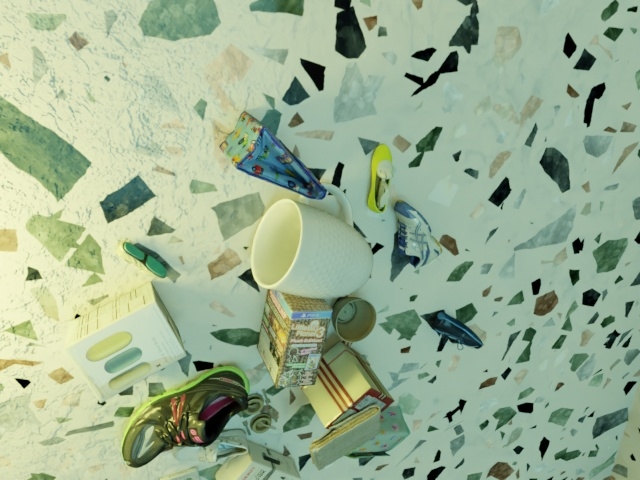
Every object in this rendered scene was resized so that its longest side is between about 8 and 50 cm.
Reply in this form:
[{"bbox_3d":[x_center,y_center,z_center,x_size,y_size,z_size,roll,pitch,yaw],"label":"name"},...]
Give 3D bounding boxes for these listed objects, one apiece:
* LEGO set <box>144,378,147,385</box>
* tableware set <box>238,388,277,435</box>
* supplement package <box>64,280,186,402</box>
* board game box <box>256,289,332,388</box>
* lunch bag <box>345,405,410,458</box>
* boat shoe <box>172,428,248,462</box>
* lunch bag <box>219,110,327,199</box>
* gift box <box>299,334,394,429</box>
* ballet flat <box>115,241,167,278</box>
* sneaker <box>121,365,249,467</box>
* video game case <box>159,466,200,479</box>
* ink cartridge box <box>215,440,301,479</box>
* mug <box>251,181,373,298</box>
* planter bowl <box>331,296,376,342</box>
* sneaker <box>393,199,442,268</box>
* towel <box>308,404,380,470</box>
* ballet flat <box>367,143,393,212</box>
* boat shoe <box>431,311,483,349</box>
[{"bbox_3d":[-0.584,0.349,1.646,0.244,0.060,0.183,30,100,-28],"label":"LEGO set"},{"bbox_3d":[-0.236,0.662,1.958,0.128,0.039,0.194,-23,121,-12],"label":"tableware set"},{"bbox_3d":[-0.565,0.288,1.517,0.262,0.198,0.199,-28,111,-14],"label":"supplement package"},{"bbox_3d":[-0.095,0.301,1.734,0.141,0.232,0.291,2,113,-25],"label":"board game box"},{"bbox_3d":[0.205,0.814,2.156,0.223,0.160,0.262,9,130,-31],"label":"lunch bag"},{"bbox_3d":[-0.399,0.766,1.903,0.276,0.096,0.098,-4,116,-22],"label":"boat shoe"},{"bbox_3d":[-0.116,-0.214,1.483,0.293,0.221,0.138,32,99,-32],"label":"lunch bag"},{"bbox_3d":[0.083,0.523,1.897,0.255,0.258,0.276,-39,138,0],"label":"gift box"},{"bbox_3d":[-0.534,0.063,1.544,0.052,0.057,0.168,-29,123,25],"label":"ballet flat"},{"bbox_3d":[-0.454,0.606,1.739,0.482,0.202,0.185,-34,122,-6],"label":"sneaker"},{"bbox_3d":[-0.529,0.946,1.978,0.143,0.019,0.157,-12,118,-18],"label":"video game case"},{"bbox_3d":[-0.244,0.931,2.039,0.272,0.114,0.197,37,96,-32],"label":"ink cartridge box"},{"bbox_3d":[0.000,0.000,1.635,0.328,0.276,0.374,18,75,-35],"label":"mug"},{"bbox_3d":[0.106,0.272,1.873,0.162,0.109,0.162,-6,105,-23],"label":"planter bowl"},{"bbox_3d":[0.324,-0.011,1.839,0.131,0.112,0.296,-40,122,-1],"label":"sneaker"},{"bbox_3d":[0.090,0.693,1.825,0.282,0.049,0.187,-24,139,-17],"label":"towel"},{"bbox_3d":[0.207,-0.198,1.717,0.077,0.077,0.231,-2,114,-22],"label":"ballet flat"},{"bbox_3d":[0.560,0.383,2.151,0.258,0.109,0.089,34,105,-16],"label":"boat shoe"}]
